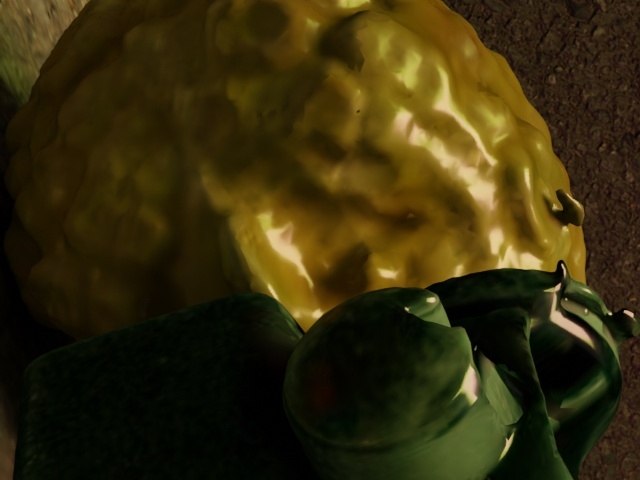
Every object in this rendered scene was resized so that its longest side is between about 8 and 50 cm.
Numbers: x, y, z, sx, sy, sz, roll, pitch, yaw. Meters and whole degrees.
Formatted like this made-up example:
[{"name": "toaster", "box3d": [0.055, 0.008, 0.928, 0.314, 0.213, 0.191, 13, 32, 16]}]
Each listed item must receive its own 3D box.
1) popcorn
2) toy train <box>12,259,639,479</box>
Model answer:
[{"name": "popcorn", "box3d": [0.000, 0.000, 0.644, 0.251, 0.236, 0.206, 37, 66, -58]}, {"name": "toy train", "box3d": [0.025, 0.144, 0.511, 0.167, 0.238, 0.299, -95, 163, -49]}]
